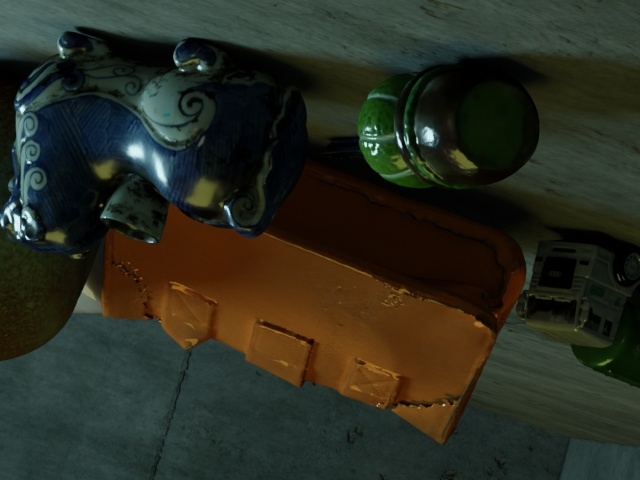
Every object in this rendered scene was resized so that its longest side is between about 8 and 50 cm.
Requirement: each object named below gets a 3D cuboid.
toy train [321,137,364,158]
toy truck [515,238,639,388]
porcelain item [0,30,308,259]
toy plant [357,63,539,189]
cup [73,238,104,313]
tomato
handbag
[{"bbox_3d":[0.027,-0.085,1.589,0.017,0.017,0.083,23,168,-30],"label":"toy train"},{"bbox_3d":[0.316,0.082,1.776,0.242,0.125,0.101,24,170,-37],"label":"toy truck"},{"bbox_3d":[-0.148,-0.070,1.457,0.288,0.186,0.138,10,168,30],"label":"porcelain item"},{"bbox_3d":[0.085,-0.082,1.259,0.093,0.092,0.162,20,173,-26],"label":"toy plant"},{"bbox_3d":[-0.291,0.019,2.214,0.200,0.191,0.253,5,147,41],"label":"cup"},{"bbox_3d":[-0.339,-0.026,1.749,0.239,0.303,0.303,19,171,-8],"label":"tomato"},{"bbox_3d":[-0.014,0.042,1.767,0.410,0.116,0.303,21,148,3],"label":"handbag"}]
